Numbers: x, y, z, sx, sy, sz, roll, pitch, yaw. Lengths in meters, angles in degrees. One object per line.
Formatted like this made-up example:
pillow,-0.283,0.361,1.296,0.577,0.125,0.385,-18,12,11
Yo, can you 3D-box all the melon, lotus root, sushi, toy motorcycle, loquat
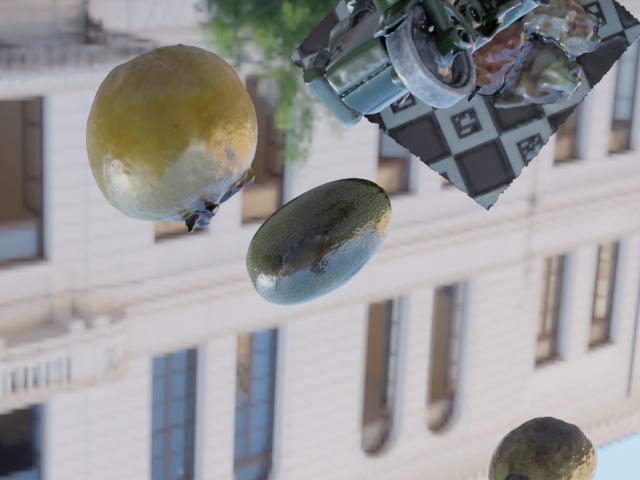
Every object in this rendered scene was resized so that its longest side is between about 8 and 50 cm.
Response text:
melon,0.000,0.000,1.430,0.162,0.099,0.099,-35,-165,6
lotus root,0.291,0.312,1.950,0.138,0.138,0.214,12,-162,30
sushi,0.165,-0.218,1.600,0.292,0.294,0.059,39,-166,-6
toy motorcycle,0.065,-0.171,1.116,0.205,0.127,0.275,-30,-169,36
loquat,-0.190,-0.130,1.867,0.244,0.244,0.244,3,-164,-1
